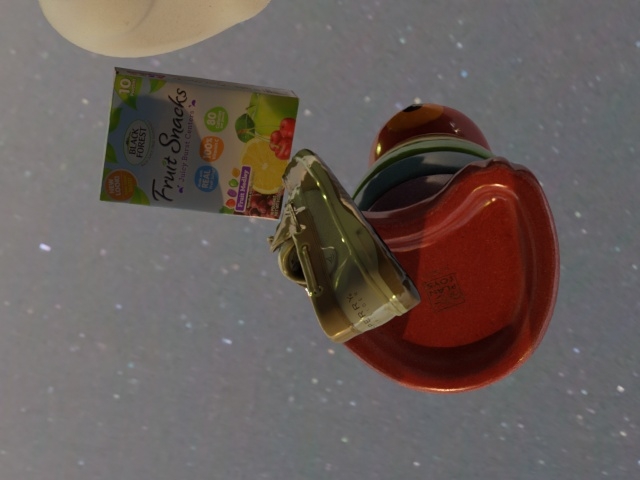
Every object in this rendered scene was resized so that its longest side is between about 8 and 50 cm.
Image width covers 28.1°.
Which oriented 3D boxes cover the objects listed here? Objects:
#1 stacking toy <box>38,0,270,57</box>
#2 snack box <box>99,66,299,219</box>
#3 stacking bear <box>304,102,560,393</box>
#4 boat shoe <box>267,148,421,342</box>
[{"bbox_3d":[-0.215,-0.448,1.225,0.350,0.350,0.480,-41,-107,13],"label":"stacking toy"},{"bbox_3d":[-0.094,-0.073,0.983,0.037,0.141,0.100,-125,-137,-71],"label":"snack box"},{"bbox_3d":[0.090,-0.019,1.001,0.175,0.164,0.289,-19,-158,11],"label":"stacking bear"},{"bbox_3d":[0.000,0.000,0.568,0.045,0.050,0.135,-37,-154,3],"label":"boat shoe"}]
